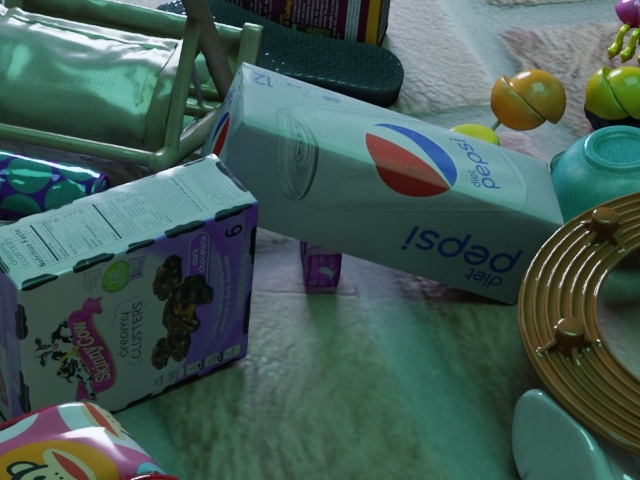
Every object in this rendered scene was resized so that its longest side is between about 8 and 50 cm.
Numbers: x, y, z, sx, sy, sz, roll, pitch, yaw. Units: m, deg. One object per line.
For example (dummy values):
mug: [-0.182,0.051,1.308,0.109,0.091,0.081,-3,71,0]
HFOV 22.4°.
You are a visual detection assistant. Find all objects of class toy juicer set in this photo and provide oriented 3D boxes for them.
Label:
toy juicer set: [0.282,-0.070,1.454,0.329,0.089,0.209,13,42,23]

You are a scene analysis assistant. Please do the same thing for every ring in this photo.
ring: [0.317,0.053,1.204,0.336,0.032,0.336,0,38,0]

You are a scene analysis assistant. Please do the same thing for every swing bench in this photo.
swing bench: [-0.208,-0.150,1.415,0.253,0.165,0.255,12,1,9]

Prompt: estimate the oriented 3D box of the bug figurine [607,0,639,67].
bug figurine: [0.419,-0.223,1.641,0.216,0.072,0.279,17,29,30]

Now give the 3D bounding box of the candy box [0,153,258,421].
candy box: [-0.149,0.045,1.196,0.196,0.165,0.070,-21,48,-28]

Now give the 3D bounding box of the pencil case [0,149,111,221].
pencil case: [-0.256,-0.040,1.371,0.152,0.064,0.070,10,57,3]

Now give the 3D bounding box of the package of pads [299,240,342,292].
package of pads: [0.000,0.000,1.365,0.032,0.050,0.083,1,38,-6]

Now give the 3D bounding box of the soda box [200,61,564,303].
soda box: [0.050,-0.045,1.325,0.286,0.098,0.091,17,36,-17]

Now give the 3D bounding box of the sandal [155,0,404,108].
sandal: [-0.047,-0.170,1.583,0.254,0.054,0.097,16,45,-3]

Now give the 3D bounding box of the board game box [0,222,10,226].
board game box: [-0.289,0.009,1.267,0.260,0.030,0.136,-1,-6,-8]

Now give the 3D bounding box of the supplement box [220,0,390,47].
supplement box: [-0.024,-0.258,1.645,0.188,0.104,0.081,12,38,7]

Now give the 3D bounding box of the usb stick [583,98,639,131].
usb stick: [0.396,-0.136,1.595,0.278,0.045,0.077,-6,32,-15]

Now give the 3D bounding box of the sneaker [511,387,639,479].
sneaker: [0.226,0.184,1.158,0.094,0.080,0.212,-11,46,-40]

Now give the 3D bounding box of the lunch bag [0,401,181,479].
lunch bag: [-0.157,0.235,0.858,0.258,0.293,0.120,-26,44,-33]
